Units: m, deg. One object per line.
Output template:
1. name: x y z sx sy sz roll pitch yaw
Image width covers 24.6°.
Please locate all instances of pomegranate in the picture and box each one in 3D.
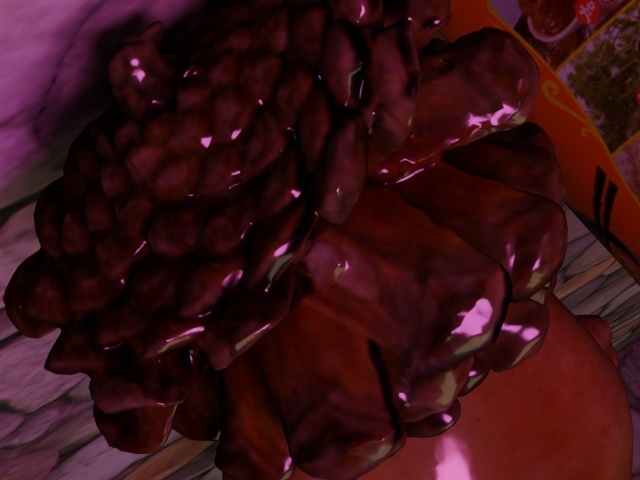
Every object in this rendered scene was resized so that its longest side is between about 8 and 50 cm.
1. pomegranate: 0.078 0.121 0.908 0.270 0.229 0.252 -30 168 -34

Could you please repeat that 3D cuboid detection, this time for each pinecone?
1. pinecone: -0.003 -0.003 0.474 0.179 0.150 0.195 -43 167 15

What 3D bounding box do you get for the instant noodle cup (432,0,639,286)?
1. instant noodle cup: 0.179 -0.067 0.579 0.230 0.182 0.230 -30 167 -8
